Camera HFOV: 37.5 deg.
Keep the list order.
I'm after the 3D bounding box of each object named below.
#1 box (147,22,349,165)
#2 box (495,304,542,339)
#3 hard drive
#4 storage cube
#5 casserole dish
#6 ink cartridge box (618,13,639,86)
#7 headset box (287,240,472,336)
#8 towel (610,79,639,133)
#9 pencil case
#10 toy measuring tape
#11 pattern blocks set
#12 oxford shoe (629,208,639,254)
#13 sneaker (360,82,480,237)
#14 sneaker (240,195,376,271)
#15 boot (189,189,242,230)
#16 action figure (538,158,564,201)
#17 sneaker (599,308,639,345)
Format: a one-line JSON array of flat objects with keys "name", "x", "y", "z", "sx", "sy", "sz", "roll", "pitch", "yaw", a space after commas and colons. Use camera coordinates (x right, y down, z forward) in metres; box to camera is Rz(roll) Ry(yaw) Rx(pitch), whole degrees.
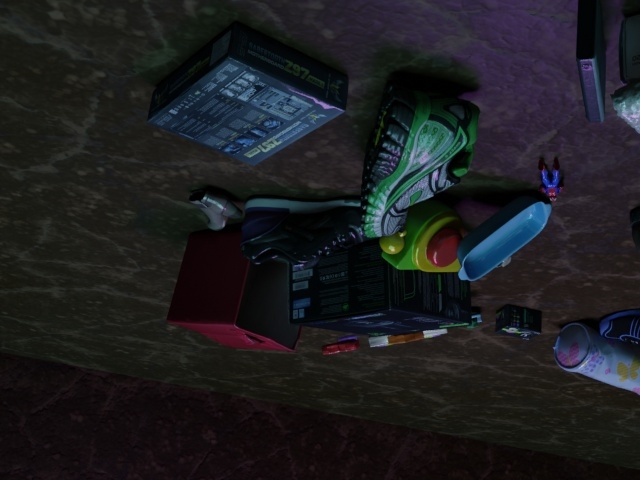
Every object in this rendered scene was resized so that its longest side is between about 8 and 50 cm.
[{"name": "box", "x": -0.102, "y": -0.190, "z": 1.284, "sx": 0.183, "sy": 0.059, "sz": 0.232, "roll": 21, "pitch": 154, "yaw": -30}, {"name": "box", "x": 0.431, "y": 0.178, "z": 2.051, "sx": 0.083, "sy": 0.052, "sz": 0.062, "roll": 10, "pitch": 158, "yaw": -11}, {"name": "hard drive", "x": 0.306, "y": -0.207, "z": 1.062, "sx": 0.022, "sy": 0.094, "sz": 0.135, "roll": 0, "pitch": 157, "yaw": 20}, {"name": "storage cube", "x": -0.151, "y": 0.098, "z": 1.833, "sx": 0.193, "sy": 0.215, "sz": 0.183, "roll": -3, "pitch": 158, "yaw": 40}, {"name": "casserole dish", "x": 0.292, "y": -0.008, "z": 1.535, "sx": 0.188, "sy": 0.037, "sz": 0.114, "roll": -38, "pitch": 149, "yaw": -1}, {"name": "ink cartridge box", "x": 0.456, "y": -0.184, "z": 1.077, "sx": 0.158, "sy": 0.092, "sz": 0.218, "roll": -10, "pitch": 154, "yaw": 36}, {"name": "headset box", "x": 0.120, "y": 0.100, "z": 1.795, "sx": 0.246, "sy": 0.131, "sz": 0.283, "roll": -12, "pitch": 163, "yaw": 39}, {"name": "towel", "x": 0.471, "y": -0.122, "z": 1.039, "sx": 0.282, "sy": 0.049, "sz": 0.187, "roll": 25, "pitch": 152, "yaw": -37}, {"name": "pencil case", "x": 0.655, "y": 0.267, "z": 2.124, "sx": 0.273, "sy": 0.113, "sz": 0.124, "roll": 19, "pitch": -170, "yaw": -29}, {"name": "toy measuring tape", "x": 0.229, "y": -0.009, "z": 1.607, "sx": 0.330, "sy": 0.121, "sz": 0.121, "roll": 1, "pitch": 167, "yaw": -41}, {"name": "pattern blocks set", "x": 0.189, "y": 0.202, "z": 2.046, "sx": 0.325, "sy": 0.026, "sz": 0.285, "roll": -11, "pitch": 179, "yaw": 18}, {"name": "oxford shoe", "x": 0.604, "y": 0.020, "z": 1.541, "sx": 0.227, "sy": 0.096, "sz": 0.083, "roll": 12, "pitch": 156, "yaw": -16}, {"name": "sneaker", "x": 0.136, "y": -0.093, "z": 1.352, "sx": 0.146, "sy": 0.134, "sz": 0.343, "roll": 8, "pitch": 158, "yaw": -4}, {"name": "sneaker", "x": 0.000, "y": 0.000, "z": 1.641, "sx": 0.283, "sy": 0.124, "sz": 0.107, "roll": 1, "pitch": 158, "yaw": 15}, {"name": "boot", "x": -0.197, "y": -0.058, "z": 1.683, "sx": 0.087, "sy": 0.042, "sz": 0.118, "roll": 29, "pitch": 150, "yaw": -30}, {"name": "action figure", "x": 0.352, "y": -0.088, "z": 1.441, "sx": 0.038, "sy": 0.030, "sz": 0.115, "roll": -5, "pitch": 158, "yaw": 16}, {"name": "sneaker", "x": 0.681, "y": 0.194, "z": 1.956, "sx": 0.081, "sy": 0.090, "sz": 0.232, "roll": 22, "pitch": 154, "yaw": -33}]
